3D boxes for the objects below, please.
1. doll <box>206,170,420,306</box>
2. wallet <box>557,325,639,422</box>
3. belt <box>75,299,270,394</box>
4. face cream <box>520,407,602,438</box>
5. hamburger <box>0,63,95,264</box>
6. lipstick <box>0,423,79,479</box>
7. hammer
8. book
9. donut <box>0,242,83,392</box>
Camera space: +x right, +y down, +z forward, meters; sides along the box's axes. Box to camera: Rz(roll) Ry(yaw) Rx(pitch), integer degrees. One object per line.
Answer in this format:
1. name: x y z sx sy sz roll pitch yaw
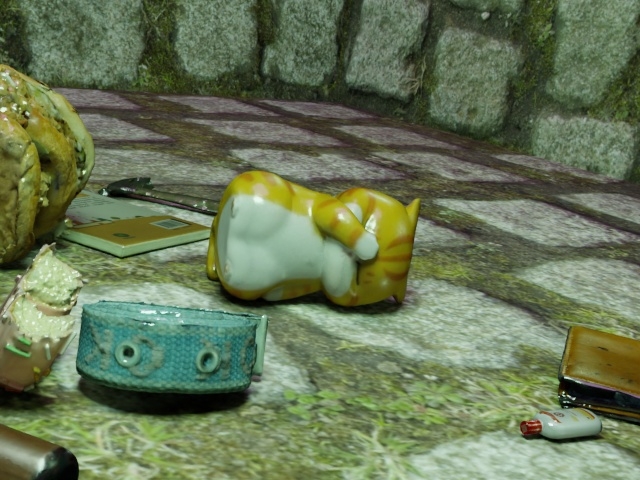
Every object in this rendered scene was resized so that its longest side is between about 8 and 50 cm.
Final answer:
1. doll: -0.010 0.003 1.209 0.270 0.166 0.162 10 16 -2
2. wallet: 0.356 0.158 1.040 0.196 0.041 0.161 13 19 13
3. belt: -0.143 0.102 0.899 0.163 0.082 0.148 7 4 8
4. face cream: 0.229 0.177 0.924 0.083 0.021 0.040 0 15 -27
5. hamburger: -0.425 -0.087 1.229 0.245 0.260 0.211 -32 21 21
6. lipstick: -0.321 0.103 0.610 0.357 0.057 0.057 15 16 13
7. hammer: -0.221 -0.064 1.617 0.297 0.026 0.125 12 19 17
8. book: -0.337 -0.033 1.447 0.296 0.020 0.208 16 16 29
9. donut: -0.267 0.083 0.868 0.065 0.117 0.166 33 18 -16
